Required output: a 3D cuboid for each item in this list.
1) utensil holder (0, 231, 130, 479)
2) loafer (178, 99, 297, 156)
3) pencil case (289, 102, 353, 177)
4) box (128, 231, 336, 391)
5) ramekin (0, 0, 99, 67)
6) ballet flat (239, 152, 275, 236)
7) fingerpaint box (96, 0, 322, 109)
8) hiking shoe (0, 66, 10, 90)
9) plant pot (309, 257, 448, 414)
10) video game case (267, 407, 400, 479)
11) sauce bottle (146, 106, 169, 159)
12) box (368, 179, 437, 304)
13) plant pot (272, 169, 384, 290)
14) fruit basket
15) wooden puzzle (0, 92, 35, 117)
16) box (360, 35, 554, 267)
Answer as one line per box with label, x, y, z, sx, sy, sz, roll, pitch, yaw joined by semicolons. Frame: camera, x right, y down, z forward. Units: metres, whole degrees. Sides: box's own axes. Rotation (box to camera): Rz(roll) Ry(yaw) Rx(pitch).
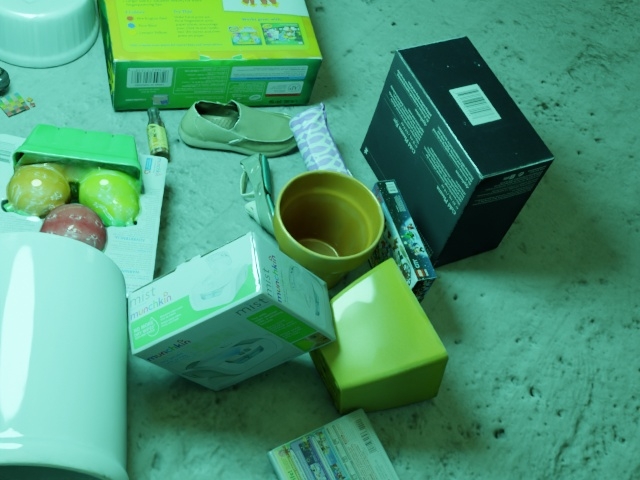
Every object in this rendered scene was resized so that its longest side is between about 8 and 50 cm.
utensil holder;-0.455;0.225;1.394;0.328;0.327;0.385;2;54;-13
loafer;-0.165;-0.243;1.935;0.269;0.092;0.101;-1;56;-15
pencil case;0.007;-0.177;1.904;0.206;0.088;0.086;66;20;7
box;-0.148;0.125;1.529;0.262;0.231;0.126;-25;55;21
ramekin;-0.625;-0.522;1.987;0.277;0.135;0.277;7;54;-10
ballet flat;-0.126;-0.085;1.862;0.068;0.072;0.213;-18;57;7
fingerpaint box;-0.261;-0.482;2.034;0.445;0.163;0.371;-5;58;-18
hiking shoe;-0.743;-0.386;1.874;0.227;0.114;0.086;29;54;7
plant pot;0.088;0.195;1.635;0.187;0.212;0.212;-22;63;-12
video game case;0.039;0.419;1.551;0.193;0.023;0.212;-20;72;-26
sauce bottle;-0.344;-0.224;1.909;0.042;0.042;0.128;-5;55;-17
box;0.144;0.021;1.788;0.044;0.159;0.233;-8;58;-21
plant pot;0.000;0.000;1.748;0.205;0.188;0.205;7;55;-10
fruit basket;-0.459;-0.044;1.678;0.327;0.165;0.353;6;56;-10
wooden puzzle;-0.640;-0.283;1.895;0.083;0.006;0.049;-31;68;-30
box;0.263;-0.180;1.865;0.179;0.312;0.343;-16;62;-24
